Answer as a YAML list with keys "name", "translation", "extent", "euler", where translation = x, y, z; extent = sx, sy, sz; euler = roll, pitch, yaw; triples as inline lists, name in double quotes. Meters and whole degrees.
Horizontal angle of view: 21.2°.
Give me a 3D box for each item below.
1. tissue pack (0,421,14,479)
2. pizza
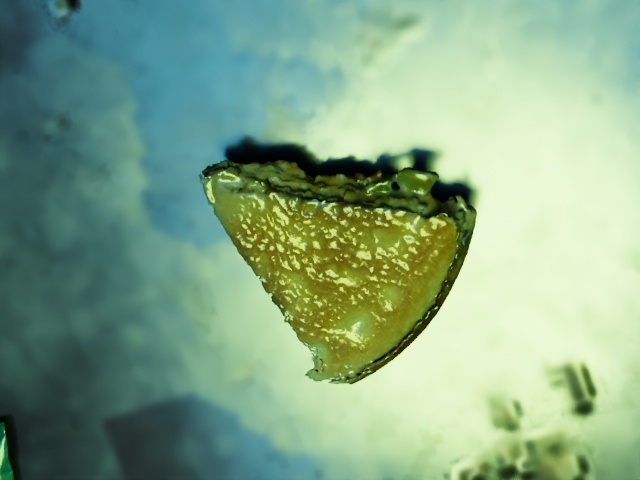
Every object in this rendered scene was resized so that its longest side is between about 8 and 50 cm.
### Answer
- name: "tissue pack"
  translation: [-0.269, 0.210, 1.312]
  extent: [0.085, 0.028, 0.138]
  euler: [-8, 106, 9]
- name: "pizza"
  translation: [0.000, 0.000, 1.207]
  extent: [0.195, 0.052, 0.185]
  euler: [34, 113, -6]
